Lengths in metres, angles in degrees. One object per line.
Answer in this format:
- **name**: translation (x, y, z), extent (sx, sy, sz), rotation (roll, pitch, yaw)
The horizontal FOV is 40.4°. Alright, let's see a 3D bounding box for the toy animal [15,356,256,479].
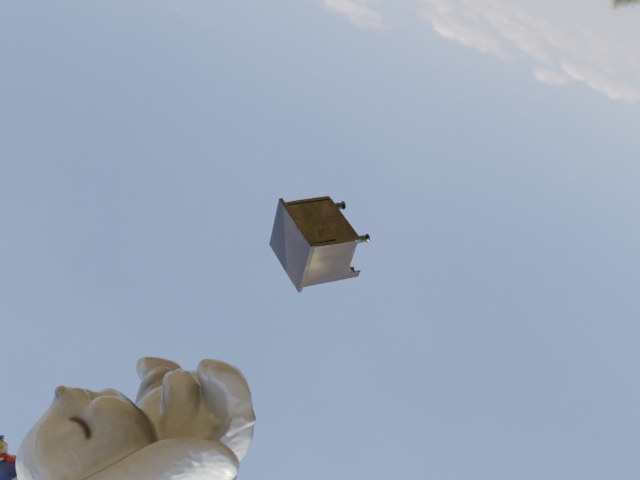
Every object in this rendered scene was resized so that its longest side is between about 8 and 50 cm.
- **toy animal**: translation (-0.239, 0.261, 1.081), extent (0.265, 0.206, 0.271), rotation (-15, -174, -41)

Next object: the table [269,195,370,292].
- **table**: translation (0.000, 0.000, 0.982), extent (0.082, 0.070, 0.083), rotation (-9, -136, -28)

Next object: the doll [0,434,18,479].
- **doll**: translation (-0.552, 0.392, 1.525), extent (0.143, 0.058, 0.098), rotation (46, -149, 17)
